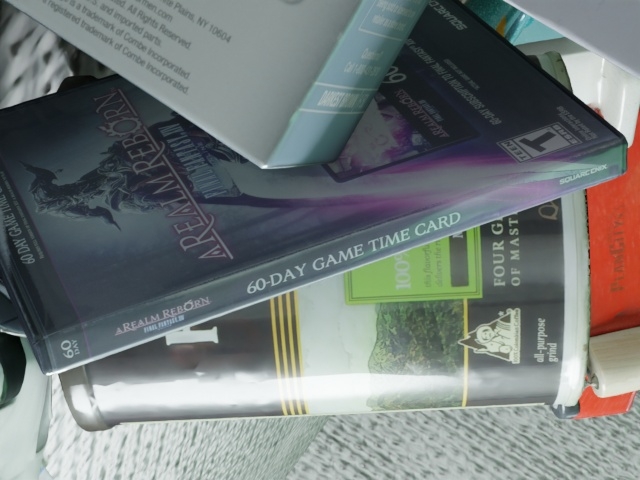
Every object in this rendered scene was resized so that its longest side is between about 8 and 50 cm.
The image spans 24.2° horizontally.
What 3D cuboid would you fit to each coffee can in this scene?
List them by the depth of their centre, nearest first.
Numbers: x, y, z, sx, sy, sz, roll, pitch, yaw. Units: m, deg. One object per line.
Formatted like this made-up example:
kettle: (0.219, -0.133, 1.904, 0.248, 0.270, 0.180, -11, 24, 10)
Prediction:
coffee can: (0.000, 0.000, 0.842, 0.201, 0.275, 0.201, -3, 90, -88)

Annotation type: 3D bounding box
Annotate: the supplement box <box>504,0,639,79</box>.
supplement box: (0.121, -0.117, 0.572, 0.073, 0.130, 0.239, -61, 170, 17)

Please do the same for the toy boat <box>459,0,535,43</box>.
toy boat: (0.157, -0.230, 1.453, 0.267, 0.148, 0.318, -53, 170, -22)

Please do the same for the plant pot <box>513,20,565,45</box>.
plant pot: (0.334, -0.282, 1.842, 0.271, 0.255, 0.271, -55, 170, -15)

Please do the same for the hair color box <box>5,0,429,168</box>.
hair color box: (0.011, -0.235, 0.597, 0.374, 0.185, 0.113, -59, 169, 12)

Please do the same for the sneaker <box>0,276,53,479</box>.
sneaker: (-0.204, 0.059, 0.753, 0.330, 0.122, 0.146, 93, 13, -69)

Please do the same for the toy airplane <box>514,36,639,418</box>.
toy airplane: (0.238, -0.060, 1.362, 0.384, 0.386, 0.272, -51, -158, 13)

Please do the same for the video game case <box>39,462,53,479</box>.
video game case: (-0.259, 0.217, 1.229, 0.087, 0.011, 0.122, -54, 170, -17)

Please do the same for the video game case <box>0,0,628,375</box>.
video game case: (-0.025, -0.043, 0.706, 0.274, 0.196, 0.026, -18, 127, -15)
